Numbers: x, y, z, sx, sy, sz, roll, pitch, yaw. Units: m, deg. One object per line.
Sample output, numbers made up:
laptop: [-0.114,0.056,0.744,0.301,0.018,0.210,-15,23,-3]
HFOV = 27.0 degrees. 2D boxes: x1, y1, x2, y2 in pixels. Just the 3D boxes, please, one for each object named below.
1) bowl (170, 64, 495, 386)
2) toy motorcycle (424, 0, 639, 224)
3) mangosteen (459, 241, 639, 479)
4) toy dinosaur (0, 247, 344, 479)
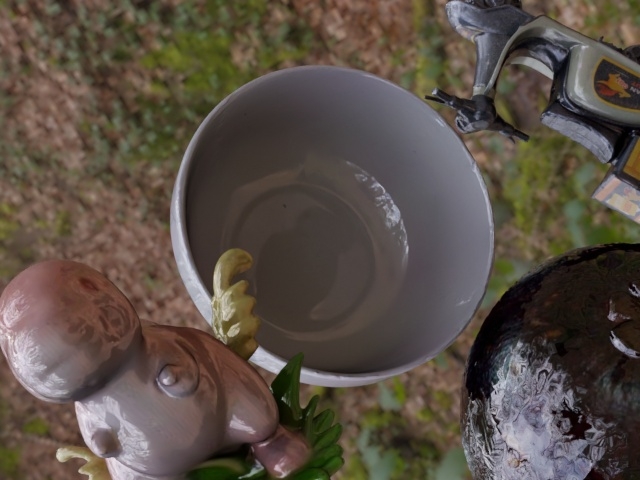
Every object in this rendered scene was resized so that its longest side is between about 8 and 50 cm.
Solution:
bowl: [0.000,0.000,1.200,0.287,0.287,0.144,58,157,7]
toy motorcycle: [0.223,-0.140,1.247,0.263,0.157,0.091,28,159,1]
mangosteen: [0.248,0.143,1.076,0.288,0.288,0.288,58,175,9]
toy dinosaur: [-0.098,0.081,0.662,0.177,0.152,0.194,51,-168,-14]
